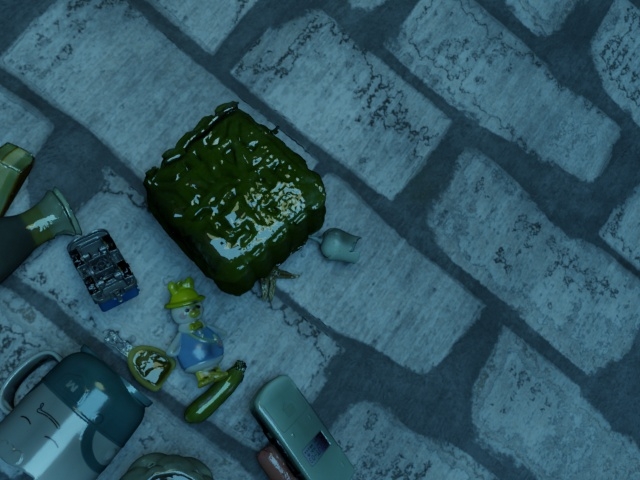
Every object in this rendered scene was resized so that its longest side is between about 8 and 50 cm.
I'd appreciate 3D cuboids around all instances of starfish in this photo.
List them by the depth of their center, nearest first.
[{"bbox_3d":[-0.119,0.061,1.773,0.133,0.041,0.130,-45,101,-6],"label":"starfish"}]

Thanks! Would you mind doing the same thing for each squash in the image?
[{"bbox_3d":[-0.229,0.341,1.702,0.183,0.052,0.052,-44,96,-20],"label":"squash"}]

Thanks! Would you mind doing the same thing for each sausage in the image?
[{"bbox_3d":[-0.082,0.527,1.713,0.062,0.062,0.154,-37,94,-18],"label":"sausage"}]

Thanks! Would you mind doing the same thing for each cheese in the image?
[{"bbox_3d":[-0.401,0.255,1.669,0.162,0.036,0.086,38,73,-9],"label":"cheese"}]

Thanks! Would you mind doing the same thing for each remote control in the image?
[{"bbox_3d":[-0.044,0.448,1.715,0.296,0.056,0.140,55,38,-3],"label":"remote control"}]

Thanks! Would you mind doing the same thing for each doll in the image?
[{"bbox_3d":[-0.280,0.202,1.681,0.135,0.099,0.241,-17,90,-5],"label":"doll"}]

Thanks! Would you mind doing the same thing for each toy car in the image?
[{"bbox_3d":[-0.463,0.072,1.636,0.097,0.100,0.191,-27,57,-18],"label":"toy car"}]

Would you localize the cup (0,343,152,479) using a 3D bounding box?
[{"bbox_3d":[-0.521,0.350,1.543,0.290,0.219,0.257,33,71,23],"label":"cup"}]

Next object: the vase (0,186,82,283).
[{"bbox_3d":[-0.664,0.011,1.567,0.321,0.173,0.173,-32,92,-24],"label":"vase"}]

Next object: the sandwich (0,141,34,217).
[{"bbox_3d":[-0.690,-0.116,1.643,0.079,0.113,0.163,28,110,-12],"label":"sandwich"}]

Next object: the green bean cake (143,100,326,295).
[{"bbox_3d":[-0.177,-0.090,1.652,0.319,0.218,0.335,42,78,12],"label":"green bean cake"}]

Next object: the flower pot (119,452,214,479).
[{"bbox_3d":[-0.319,0.557,1.560,0.246,0.195,0.246,5,72,-17],"label":"flower pot"}]

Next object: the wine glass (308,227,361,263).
[{"bbox_3d":[0.000,0.000,1.800,0.195,0.079,0.079,15,79,-14],"label":"wine glass"}]
